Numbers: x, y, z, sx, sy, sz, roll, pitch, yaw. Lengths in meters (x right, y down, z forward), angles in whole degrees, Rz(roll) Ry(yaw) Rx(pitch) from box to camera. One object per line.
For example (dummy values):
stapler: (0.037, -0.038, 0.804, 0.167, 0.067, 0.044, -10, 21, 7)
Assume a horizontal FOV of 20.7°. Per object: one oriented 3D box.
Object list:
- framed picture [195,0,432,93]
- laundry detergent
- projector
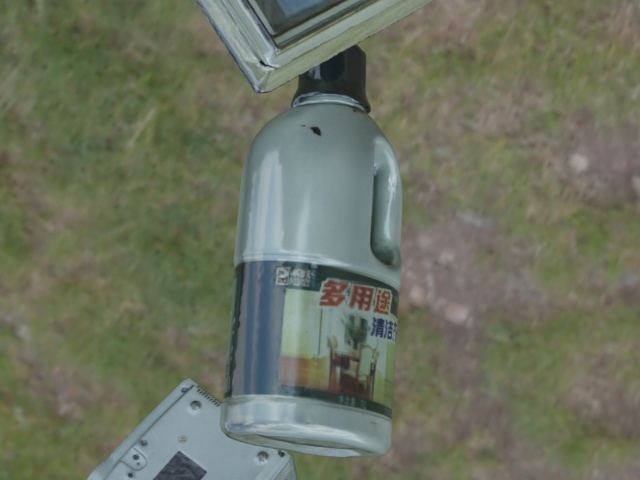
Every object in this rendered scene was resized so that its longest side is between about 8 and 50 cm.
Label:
framed picture: (-0.026, -0.231, 0.771, 0.296, 0.232, 0.019, 56, 141, -1)
laundry detergent: (0.000, 0.000, 0.945, 0.099, 0.226, 0.070, 12, 163, -26)
projector: (-0.107, 0.193, 1.339, 0.115, 0.147, 0.061, 34, 157, 22)
